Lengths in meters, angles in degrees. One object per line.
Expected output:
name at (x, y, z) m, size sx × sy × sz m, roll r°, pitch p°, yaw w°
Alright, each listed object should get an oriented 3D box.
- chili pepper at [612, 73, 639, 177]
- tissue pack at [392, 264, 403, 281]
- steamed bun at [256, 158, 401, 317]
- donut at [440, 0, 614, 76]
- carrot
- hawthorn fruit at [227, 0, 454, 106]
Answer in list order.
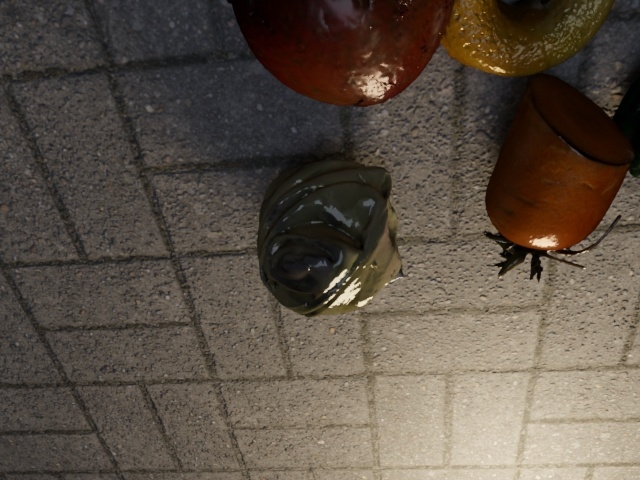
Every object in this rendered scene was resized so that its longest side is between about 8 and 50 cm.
chili pepper at (0.575, -0.217, 0.805) m, size 0.174 × 0.165 × 0.261 m, roll 22°, pitch 122°, yaw 4°
tissue pack at (0.088, 0.032, 1.071) m, size 0.112 × 0.051 × 0.156 m, roll -24°, pitch 119°, yaw 20°
steamed bun at (0.000, 0.000, 0.923) m, size 0.268 × 0.207 × 0.280 m, roll -3°, pitch 105°, yaw 14°
donut at (0.295, -0.378, 0.744) m, size 0.303 × 0.110 × 0.302 m, roll 2°, pitch 125°, yaw 2°
carrot at (0.390, -0.087, 0.878) m, size 0.214 × 0.193 × 0.331 m, roll 21°, pitch 134°, yaw 11°
hawthorn fruit at (0.024, -0.330, 0.693) m, size 0.316 × 0.316 × 0.315 m, roll 2°, pitch 124°, yaw 3°
